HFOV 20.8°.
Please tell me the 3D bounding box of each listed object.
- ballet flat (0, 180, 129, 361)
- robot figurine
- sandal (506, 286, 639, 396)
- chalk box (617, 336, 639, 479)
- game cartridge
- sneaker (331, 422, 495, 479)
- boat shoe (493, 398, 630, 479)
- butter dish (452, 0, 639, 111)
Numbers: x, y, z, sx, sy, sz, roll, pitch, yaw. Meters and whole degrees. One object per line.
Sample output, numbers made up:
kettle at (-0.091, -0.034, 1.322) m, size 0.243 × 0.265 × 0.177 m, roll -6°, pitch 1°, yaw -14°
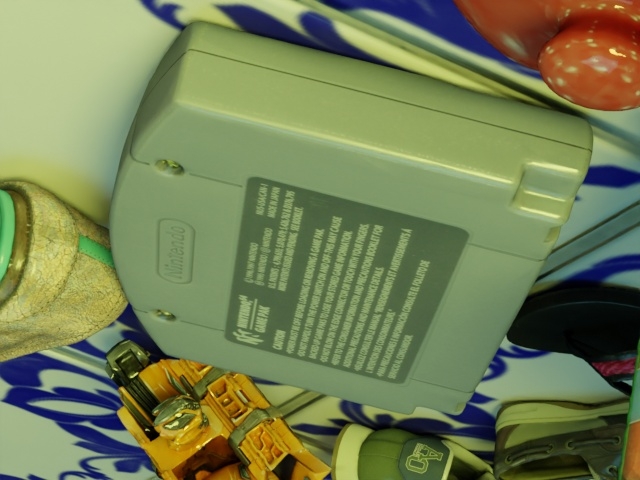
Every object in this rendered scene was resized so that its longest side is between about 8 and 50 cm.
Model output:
ballet flat at (-0.218, 0.045, 0.989) m, size 0.106 × 0.108 × 0.316 m, roll 17°, pitch 160°, yaw -41°
robot figurine at (-0.037, 0.163, 1.092) m, size 0.211 × 0.085 × 0.291 m, roll 48°, pitch 170°, yaw 34°
sandal at (0.181, 0.061, 0.876) m, size 0.179 × 0.040 × 0.067 m, roll 11°, pitch 156°, yaw 7°
chalk box at (0.232, 0.049, 0.656) m, size 0.180 × 0.179 × 0.289 m, roll -6°, pitch 149°, yaw 36°
game cartridge at (0.000, 0.000, 0.830) m, size 0.198 × 0.062 × 0.297 m, roll 18°, pitch 156°, yaw 1°
sneaker at (0.087, 0.179, 1.147) m, size 0.086 × 0.064 × 0.192 m, roll 1°, pitch 150°, yaw 34°
boat shoe at (0.168, 0.121, 1.000) m, size 0.152 × 0.049 × 0.056 m, roll -7°, pitch 148°, yaw 37°
butter dish at (0.089, -0.092, 0.504) m, size 0.160 × 0.118 × 0.160 m, roll 0°, pitch 151°, yaw 28°
